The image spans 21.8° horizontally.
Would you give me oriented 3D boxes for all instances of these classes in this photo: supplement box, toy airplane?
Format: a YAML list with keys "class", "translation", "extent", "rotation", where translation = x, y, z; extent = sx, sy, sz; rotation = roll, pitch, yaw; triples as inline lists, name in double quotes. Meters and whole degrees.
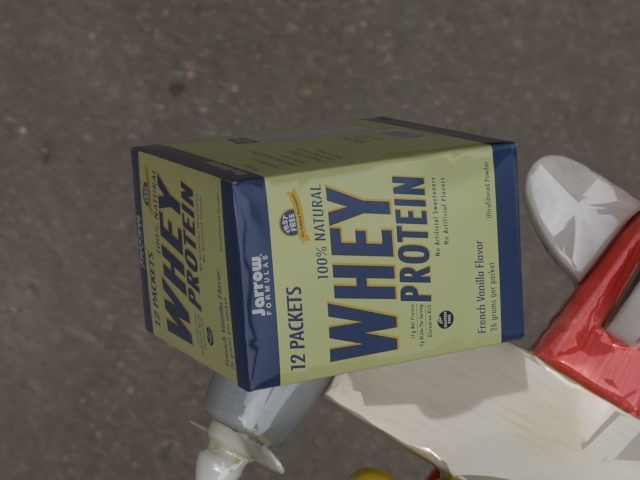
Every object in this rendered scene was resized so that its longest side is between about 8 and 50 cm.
- class: "supplement box"
  translation: [0.000, 0.000, 0.468]
  extent: [0.083, 0.083, 0.056]
  rotation: [-9, 102, -24]
- class: "toy airplane"
  translation: [0.122, 0.140, 0.958]
  extent: [0.272, 0.386, 0.384]
  rotation: [-37, 114, -73]
